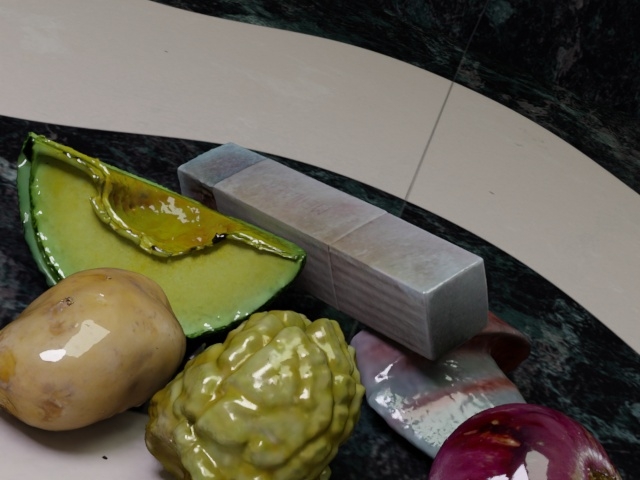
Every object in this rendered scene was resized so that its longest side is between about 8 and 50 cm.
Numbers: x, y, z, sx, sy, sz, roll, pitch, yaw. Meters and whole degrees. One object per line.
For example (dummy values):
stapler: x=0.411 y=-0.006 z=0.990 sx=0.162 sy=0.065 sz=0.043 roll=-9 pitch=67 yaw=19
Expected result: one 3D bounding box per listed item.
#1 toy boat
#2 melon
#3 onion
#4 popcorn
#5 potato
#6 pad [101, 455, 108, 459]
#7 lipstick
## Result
toy boat: x=0.156 y=0.172 z=1.079 sx=0.206 sy=0.096 sz=0.282 roll=-11 pitch=52 yaw=-42
melon: x=-0.144 y=0.015 z=1.081 sx=0.265 sy=0.129 sz=0.169 roll=23 pitch=3 yaw=8
onion: x=0.155 y=0.210 z=0.895 sx=0.177 sy=0.153 sz=0.177 roll=36 pitch=16 yaw=-12
popcorn: x=-0.049 y=0.124 z=0.890 sx=0.142 sy=0.173 sz=0.173 roll=29 pitch=23 yaw=-7
potato: x=-0.176 y=0.081 z=0.911 sx=0.118 sy=0.109 sz=0.178 roll=36 pitch=32 yaw=16
pad: x=-0.059 y=0.278 z=0.669 sx=0.323 sy=0.055 sz=0.250 roll=46 pitch=28 yaw=6
lipstick: x=0.000 y=0.000 z=1.148 sx=0.076 sy=0.079 sz=0.371 roll=-29 pitch=37 yaw=-29
